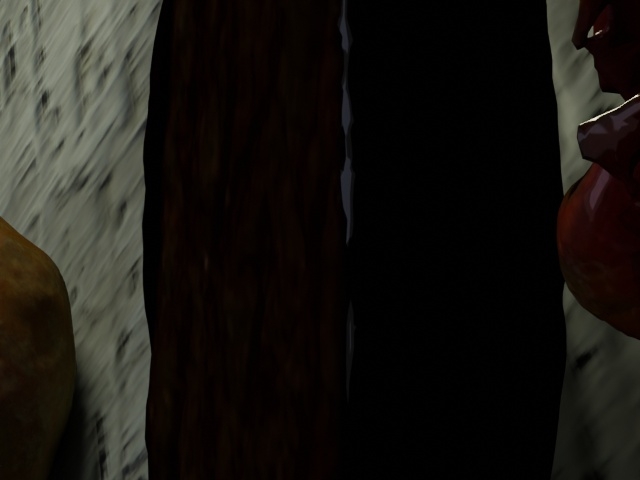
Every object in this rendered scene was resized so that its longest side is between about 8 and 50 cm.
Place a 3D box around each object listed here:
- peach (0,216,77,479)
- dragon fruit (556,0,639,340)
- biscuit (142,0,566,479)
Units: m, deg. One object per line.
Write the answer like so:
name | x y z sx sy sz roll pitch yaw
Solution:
peach | -0.243 0.083 1.116 0.214 0.214 0.235 -60 34 17
dragon fruit | 0.148 -0.046 0.374 0.243 0.307 0.227 39 98 46
biscuit | 0.000 0.000 0.712 0.407 0.091 0.407 -179 90 -77
